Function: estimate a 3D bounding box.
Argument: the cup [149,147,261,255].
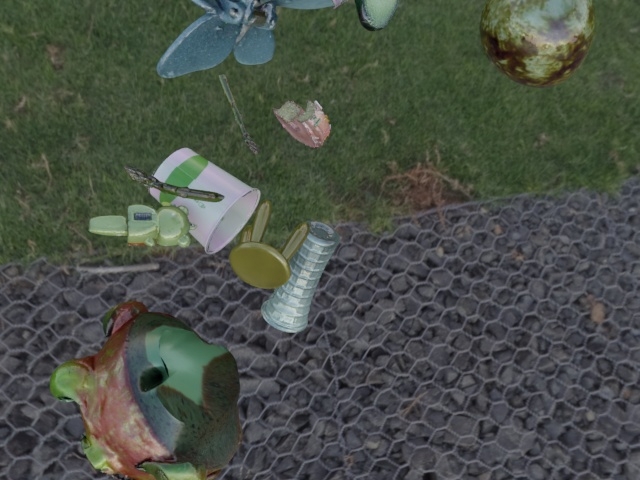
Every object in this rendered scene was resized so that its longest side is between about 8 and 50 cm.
[{"bbox_3d":[-0.357,-0.133,1.875,0.274,0.253,0.253,39,65,8],"label":"cup"}]

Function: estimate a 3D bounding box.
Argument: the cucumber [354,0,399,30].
[{"bbox_3d":[0.101,-0.511,1.180,0.115,0.063,0.243,21,71,-33],"label":"cucumber"}]

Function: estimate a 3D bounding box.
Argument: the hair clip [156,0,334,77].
[{"bbox_3d":[-0.169,-0.545,1.297,0.318,0.392,0.238,-16,79,-51],"label":"hair clip"}]

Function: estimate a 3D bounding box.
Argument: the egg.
[{"bbox_3d":[0.480,-0.462,1.359,0.238,0.289,0.238,-16,52,21],"label":"egg"}]

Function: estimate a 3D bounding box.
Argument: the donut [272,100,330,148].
[{"bbox_3d":[-0.030,-0.264,1.400,0.065,0.117,0.166,-46,38,-9],"label":"donut"}]

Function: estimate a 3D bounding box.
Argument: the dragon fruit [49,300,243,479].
[{"bbox_3d":[-0.205,0.205,0.822,0.130,0.295,0.268,-32,56,21],"label":"dragon fruit"}]

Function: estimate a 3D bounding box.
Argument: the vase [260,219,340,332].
[{"bbox_3d":[-0.052,0.094,1.678,0.143,0.298,0.143,18,27,-10],"label":"vase"}]

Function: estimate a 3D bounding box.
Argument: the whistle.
[{"bbox_3d":[-0.485,-0.039,1.694,0.289,0.106,0.131,-1,61,-17],"label":"whistle"}]

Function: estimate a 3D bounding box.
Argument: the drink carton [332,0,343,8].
[{"bbox_3d":[0.124,-0.465,0.920,0.271,0.161,0.108,-30,107,-9],"label":"drink carton"}]

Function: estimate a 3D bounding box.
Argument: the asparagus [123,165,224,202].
[{"bbox_3d":[-0.292,-0.106,1.239,0.236,0.027,0.034,15,78,-47],"label":"asparagus"}]

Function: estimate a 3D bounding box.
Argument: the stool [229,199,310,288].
[{"bbox_3d":[-0.092,0.012,1.089,0.135,0.134,0.110,-3,44,21],"label":"stool"}]

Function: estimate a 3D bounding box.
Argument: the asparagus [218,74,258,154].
[{"bbox_3d":[-0.215,-0.327,1.593,0.025,0.024,0.248,-28,74,14],"label":"asparagus"}]
